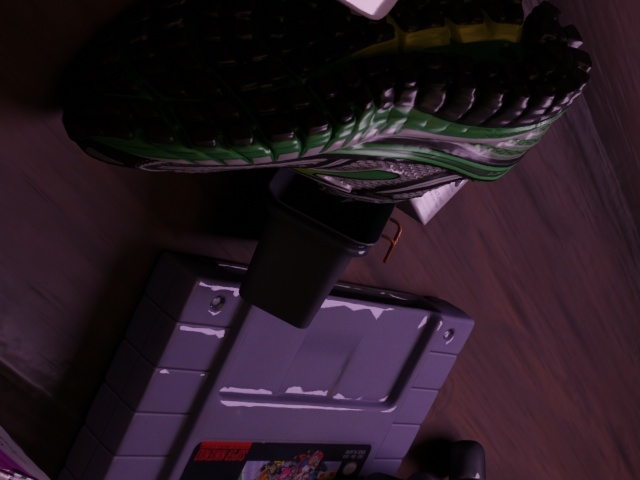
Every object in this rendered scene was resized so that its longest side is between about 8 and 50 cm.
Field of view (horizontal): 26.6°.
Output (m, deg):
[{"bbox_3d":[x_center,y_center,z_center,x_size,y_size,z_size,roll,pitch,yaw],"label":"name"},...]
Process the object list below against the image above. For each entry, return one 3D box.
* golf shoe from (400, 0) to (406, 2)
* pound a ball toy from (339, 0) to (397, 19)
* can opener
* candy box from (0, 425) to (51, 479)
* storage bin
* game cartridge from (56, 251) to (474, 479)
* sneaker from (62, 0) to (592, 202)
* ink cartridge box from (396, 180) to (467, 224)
[{"bbox_3d":[0.107,-0.243,0.936,0.067,0.086,0.186,13,107,-48],"label":"golf shoe"},{"bbox_3d":[0.067,-0.288,0.762,0.136,0.208,0.319,22,102,-51],"label":"pound a ball toy"},{"bbox_3d":[0.103,0.223,1.254,0.283,0.076,0.095,40,50,-68],"label":"can opener"},{"bbox_3d":[-0.282,0.188,0.795,0.233,0.159,0.071,-52,143,-5],"label":"candy box"},{"bbox_3d":[0.000,0.000,0.973,0.091,0.098,0.135,-63,179,27],"label":"storage bin"},{"bbox_3d":[-0.033,0.139,1.100,0.355,0.068,0.230,11,105,-49],"label":"game cartridge"},{"bbox_3d":[0.004,-0.073,0.882,0.344,0.134,0.146,-2,142,-21],"label":"sneaker"},{"bbox_3d":[0.094,-0.096,1.054,0.135,0.056,0.099,-45,140,-10],"label":"ink cartridge box"}]
